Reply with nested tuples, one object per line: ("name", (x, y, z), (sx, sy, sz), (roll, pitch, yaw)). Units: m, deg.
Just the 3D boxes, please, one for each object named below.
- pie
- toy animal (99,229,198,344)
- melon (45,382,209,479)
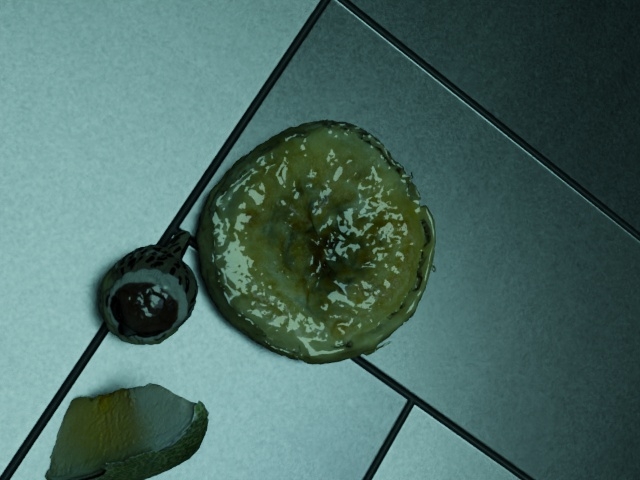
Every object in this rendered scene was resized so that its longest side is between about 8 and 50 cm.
("pie", (0.000, 0.000, 1.287), (0.274, 0.055, 0.274), (2, 84, -21))
("toy animal", (-0.162, 0.041, 1.199), (0.098, 0.098, 0.137), (38, 72, -13))
("melon", (-0.169, 0.190, 1.178), (0.139, 0.202, 0.093), (23, 52, -52))
